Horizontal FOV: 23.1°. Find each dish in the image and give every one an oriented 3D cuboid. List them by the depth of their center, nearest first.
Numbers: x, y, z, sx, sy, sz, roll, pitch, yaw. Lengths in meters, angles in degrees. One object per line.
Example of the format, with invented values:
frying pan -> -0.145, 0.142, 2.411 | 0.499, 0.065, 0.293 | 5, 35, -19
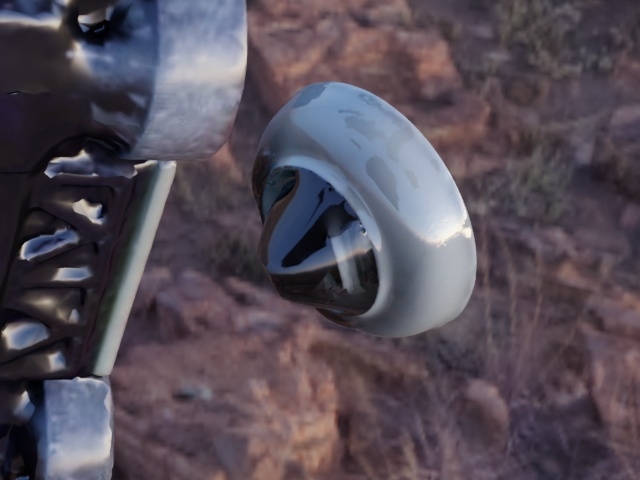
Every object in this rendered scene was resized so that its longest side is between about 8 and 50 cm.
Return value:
dish -> 0.000, 0.000, 0.778 | 0.078, 0.141, 0.141 | -32, 54, -32

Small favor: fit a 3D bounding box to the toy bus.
toy bus -> -0.133, -0.026, 0.445 | 0.143, 0.305, 0.179 | 0, 43, -25
